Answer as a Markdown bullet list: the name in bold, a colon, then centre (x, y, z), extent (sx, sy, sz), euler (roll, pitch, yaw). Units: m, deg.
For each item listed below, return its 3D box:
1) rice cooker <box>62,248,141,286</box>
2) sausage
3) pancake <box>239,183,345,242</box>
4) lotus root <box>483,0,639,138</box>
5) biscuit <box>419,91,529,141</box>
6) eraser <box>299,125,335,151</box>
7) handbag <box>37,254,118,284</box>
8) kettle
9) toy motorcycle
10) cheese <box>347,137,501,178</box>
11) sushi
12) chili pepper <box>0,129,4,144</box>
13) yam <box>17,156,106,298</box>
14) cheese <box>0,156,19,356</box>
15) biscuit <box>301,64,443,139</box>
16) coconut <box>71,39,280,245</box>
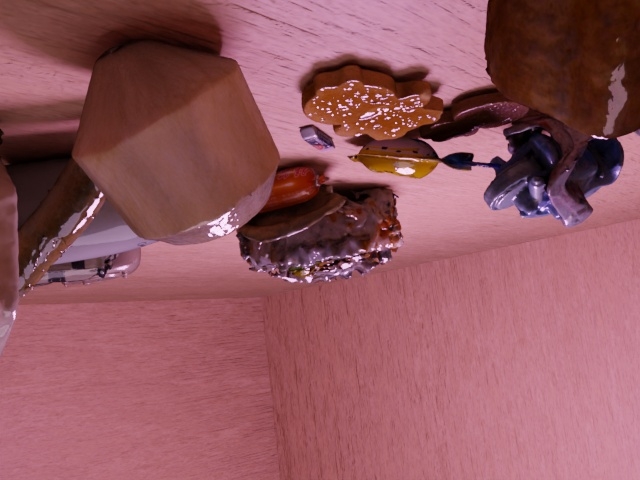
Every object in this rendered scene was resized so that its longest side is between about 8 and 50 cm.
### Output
- **rice cooker**: centre (-0.515, 0.034, 1.544), extent (0.206, 0.127, 0.145), euler (-13, 173, -19)
- **sausage**: centre (-0.092, -0.092, 1.258), extent (0.234, 0.071, 0.071), euler (-13, 169, 28)
- **pancake**: centre (-0.058, -0.060, 1.302), extent (0.222, 0.042, 0.236), euler (-14, -159, 11)
- **lotus root**: centre (0.235, -0.217, 0.560), extent (0.188, 0.199, 0.180), euler (-41, 141, -12)
- **biscuit**: centre (0.232, -0.191, 1.027), extent (0.175, 0.026, 0.124), euler (-16, 166, 42)
- **eraser**: centre (-0.004, -0.159, 1.067), extent (0.027, 0.019, 0.099), euler (-10, 171, 19)
- **handbag**: centre (-0.564, 0.014, 1.293), extent (0.325, 0.163, 0.327), euler (-3, 176, -12)
- **kettle**: centre (-0.351, -0.048, 1.058), extent (0.236, 0.161, 0.221), euler (-10, 168, -2)
- **toy motorcycle**: centre (0.428, -0.115, 1.139), extent (0.241, 0.182, 0.319), euler (-13, 173, 40)
- **cheese**: centre (0.164, -0.131, 1.089), extent (0.250, 0.064, 0.156), euler (9, -172, 29)
- **sushi**: centre (-0.003, 0.000, 1.551), extent (0.417, 0.176, 0.417), euler (-7, 171, -1)
- **chili pepper**: centre (-0.483, -0.131, 0.795), extent (0.201, 0.052, 0.050), euler (-2, 155, -29)
- **yam**: centre (-0.341, -0.045, 0.908), extent (0.317, 0.067, 0.071), euler (-46, 139, 15)
- **cheese**: centre (-0.494, 0.017, 0.885), extent (0.115, 0.326, 0.318), euler (4, 128, -41)
- **biscuit**: centre (0.064, -0.186, 0.908), extent (0.225, 0.036, 0.166), euler (5, 164, -42)
- **coconut**: centre (-0.159, -0.111, 0.729), extent (0.202, 0.222, 0.202), euler (-21, -153, 12)
